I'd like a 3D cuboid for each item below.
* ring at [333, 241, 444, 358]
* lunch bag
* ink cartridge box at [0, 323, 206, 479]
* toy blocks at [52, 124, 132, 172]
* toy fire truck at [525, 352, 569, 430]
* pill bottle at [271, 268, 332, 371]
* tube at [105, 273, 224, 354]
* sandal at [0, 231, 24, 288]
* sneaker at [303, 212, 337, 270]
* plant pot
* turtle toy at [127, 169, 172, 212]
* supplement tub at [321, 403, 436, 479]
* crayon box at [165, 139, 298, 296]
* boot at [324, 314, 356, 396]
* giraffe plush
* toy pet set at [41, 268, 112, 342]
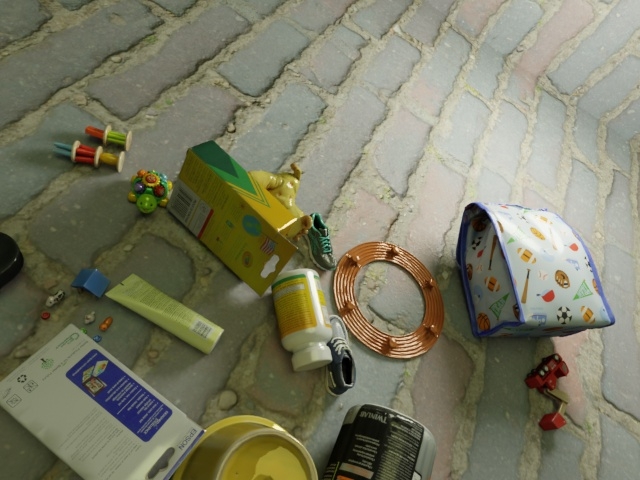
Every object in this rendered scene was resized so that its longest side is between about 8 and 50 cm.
[{"bbox_3d":[0.193,0.146,1.145,0.336,0.032,0.337,11,58,-17],"label":"ring"},{"bbox_3d":[0.589,0.077,1.239,0.327,0.239,0.386,4,67,-20],"label":"lunch bag"},{"bbox_3d":[-0.379,0.306,0.741,0.332,0.065,0.165,33,52,12],"label":"ink cartridge box"},{"bbox_3d":[-0.547,-0.233,1.030,0.148,0.054,0.123,12,57,-17],"label":"toy blocks"},{"bbox_3d":[0.637,0.411,1.171,0.192,0.047,0.135,-23,73,-34],"label":"toy fire truck"},{"bbox_3d":[-0.039,0.180,0.967,0.117,0.117,0.209,-2,62,-25],"label":"pill bottle"},{"bbox_3d":[-0.320,0.153,0.898,0.240,0.070,0.062,32,75,-2],"label":"tube"},{"bbox_3d":[-0.723,0.115,0.689,0.167,0.107,0.446,26,49,11],"label":"sandal"},{"bbox_3d":[0.000,0.000,1.118,0.065,0.076,0.167,-17,69,-30],"label":"sneaker"},{"bbox_3d":[-0.119,0.418,0.712,0.253,0.239,0.254,11,58,-18],"label":"plant pot"},{"bbox_3d":[-0.405,-0.117,1.015,0.095,0.066,0.130,8,58,-20],"label":"turtle toy"},{"bbox_3d":[0.088,0.490,0.789,0.193,0.193,0.316,32,54,-3],"label":"supplement tub"},{"bbox_3d":[-0.192,-0.045,0.977,0.318,0.202,0.081,44,40,4],"label":"crayon box"},{"bbox_3d":[0.048,0.252,0.980,0.069,0.086,0.190,7,59,-20],"label":"boot"},{"bbox_3d":[-0.107,-0.075,1.068,0.210,0.181,0.171,-17,80,-13],"label":"giraffe plush"},{"bbox_3d":[-0.466,0.120,0.845,0.122,0.065,0.114,26,54,-8],"label":"toy pet set"}]
